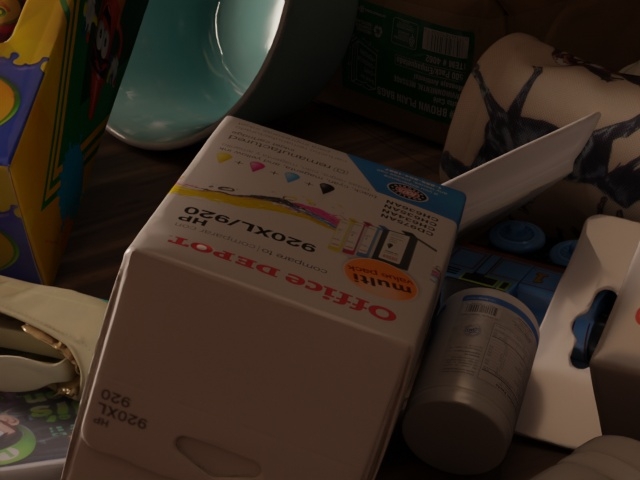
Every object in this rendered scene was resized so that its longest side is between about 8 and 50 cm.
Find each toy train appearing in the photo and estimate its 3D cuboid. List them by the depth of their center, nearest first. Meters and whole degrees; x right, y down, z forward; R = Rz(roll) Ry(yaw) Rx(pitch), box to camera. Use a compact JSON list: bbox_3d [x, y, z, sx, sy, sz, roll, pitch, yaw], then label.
[{"bbox_3d":[0.170,0.047,1.315,0.184,0.080,0.105,16,35,26],"label":"toy train"}]

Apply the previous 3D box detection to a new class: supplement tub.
[{"bbox_3d":[0.097,0.088,1.175,0.071,0.071,0.107,8,44,15],"label":"supplement tub"}]

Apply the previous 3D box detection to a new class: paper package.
[{"bbox_3d":[0.138,-0.228,1.860,0.309,0.168,0.325,-21,32,-41],"label":"paper package"}]

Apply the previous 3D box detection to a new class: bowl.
[{"bbox_3d":[-0.083,-0.228,1.735,0.311,0.311,0.163,24,10,42],"label":"bowl"}]

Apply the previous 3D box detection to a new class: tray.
[{"bbox_3d":[0.098,-0.017,1.329,0.145,0.030,0.270,-24,-6,-19],"label":"tray"}]

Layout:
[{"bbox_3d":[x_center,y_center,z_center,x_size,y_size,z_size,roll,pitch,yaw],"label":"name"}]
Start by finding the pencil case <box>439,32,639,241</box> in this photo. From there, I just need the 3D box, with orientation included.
[{"bbox_3d":[0.290,-0.053,1.454,0.410,0.160,0.183,17,17,32],"label":"pencil case"}]

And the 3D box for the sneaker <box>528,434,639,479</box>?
[{"bbox_3d":[0.177,0.202,0.921,0.152,0.114,0.305,-19,22,-24],"label":"sneaker"}]

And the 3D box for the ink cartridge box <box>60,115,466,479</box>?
[{"bbox_3d":[-0.026,0.058,1.110,0.171,0.168,0.233,19,25,4],"label":"ink cartridge box"}]

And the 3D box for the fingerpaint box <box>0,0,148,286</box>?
[{"bbox_3d":[-0.392,-0.166,1.474,0.444,0.163,0.371,6,52,10],"label":"fingerpaint box"}]

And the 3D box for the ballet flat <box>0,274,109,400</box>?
[{"bbox_3d":[-0.239,0.054,1.214,0.248,0.086,0.086,11,24,21],"label":"ballet flat"}]

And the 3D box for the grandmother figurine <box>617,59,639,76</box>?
[{"bbox_3d":[0.406,-0.097,1.608,0.342,0.104,0.208,10,-5,24],"label":"grandmother figurine"}]

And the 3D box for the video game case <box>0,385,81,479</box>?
[{"bbox_3d":[-0.181,0.111,1.198,0.190,0.022,0.173,-6,24,-19],"label":"video game case"}]

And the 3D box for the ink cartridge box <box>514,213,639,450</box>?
[{"bbox_3d":[0.299,0.052,1.146,0.353,0.119,0.207,11,55,23],"label":"ink cartridge box"}]
